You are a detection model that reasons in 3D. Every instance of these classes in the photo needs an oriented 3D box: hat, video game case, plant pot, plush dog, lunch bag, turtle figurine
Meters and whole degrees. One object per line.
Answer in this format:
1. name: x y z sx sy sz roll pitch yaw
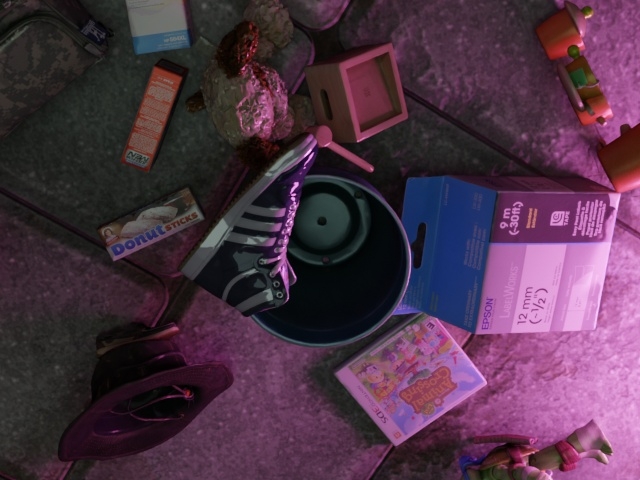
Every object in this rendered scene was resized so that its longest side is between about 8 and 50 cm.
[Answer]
1. hat: -0.324 0.255 1.687 0.331 0.331 0.134 -34 67 9
2. video game case: 0.163 0.249 1.774 0.212 0.023 0.193 -37 105 9
3. plant pot: 0.000 0.000 1.566 0.271 0.255 0.272 0 106 1
4. plush dog: -0.120 -0.227 1.507 0.210 0.225 0.262 -15 108 3
5. lunch bag: -0.506 -0.305 1.491 0.305 0.212 0.256 -38 122 11
6. turtle figurine: 0.406 0.452 1.745 0.266 0.275 0.198 -26 122 -2

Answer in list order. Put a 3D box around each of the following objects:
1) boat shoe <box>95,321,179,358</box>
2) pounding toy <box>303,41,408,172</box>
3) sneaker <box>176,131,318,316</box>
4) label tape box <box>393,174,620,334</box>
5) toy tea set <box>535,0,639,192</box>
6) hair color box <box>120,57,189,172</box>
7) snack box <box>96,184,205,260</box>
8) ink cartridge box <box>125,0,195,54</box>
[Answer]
1. boat shoe: -0.327 0.167 1.718 0.152 0.056 0.049 -18 75 -1
2. pounding toy: 0.034 -0.196 1.540 0.206 0.094 0.181 -29 113 -38
3. sneaker: -0.062 -0.012 1.378 0.153 0.099 0.282 41 110 -5
4. label tape box: 0.305 0.024 1.615 0.347 0.115 0.249 -1 109 -21
5. toy tea set: 0.465 -0.228 1.542 0.124 0.200 0.336 -27 101 16
6. hair color box: -0.269 -0.204 1.580 0.053 0.093 0.167 22 107 -8
7. snack box: -0.291 -0.030 1.672 0.178 0.022 0.064 -24 108 6
8. ink cartridge box: -0.254 -0.374 1.526 0.089 0.092 0.143 -7 108 0
